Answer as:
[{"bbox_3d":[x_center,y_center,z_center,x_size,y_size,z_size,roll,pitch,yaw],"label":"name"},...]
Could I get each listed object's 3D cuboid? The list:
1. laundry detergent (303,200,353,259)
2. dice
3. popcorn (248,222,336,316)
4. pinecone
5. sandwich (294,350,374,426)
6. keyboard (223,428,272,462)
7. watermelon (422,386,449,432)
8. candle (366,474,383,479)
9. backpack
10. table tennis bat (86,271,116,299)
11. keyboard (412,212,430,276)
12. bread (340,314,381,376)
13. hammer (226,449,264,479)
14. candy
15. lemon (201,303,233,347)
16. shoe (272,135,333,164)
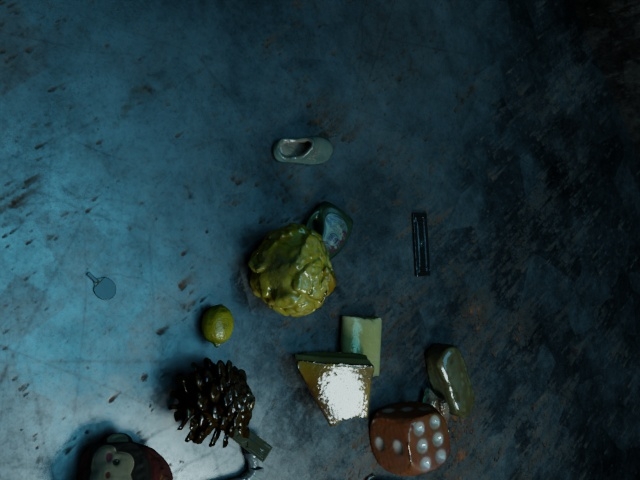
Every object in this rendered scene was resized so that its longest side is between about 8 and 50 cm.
[{"bbox_3d":[0.000,0.000,1.883,0.137,0.063,0.211,39,70,-21],"label":"laundry detergent"},{"bbox_3d":[0.263,0.585,1.946,0.173,0.179,0.175,-7,93,-33],"label":"dice"},{"bbox_3d":[-0.078,0.083,1.741,0.190,0.250,0.250,45,59,-60],"label":"popcorn"},{"bbox_3d":[-0.265,0.394,1.609,0.201,0.202,0.229,-23,121,-9],"label":"pinecone"},{"bbox_3d":[0.025,0.410,1.829,0.219,0.108,0.186,7,97,-11],"label":"sandwich"},{"bbox_3d":[-0.188,0.520,1.717,0.129,0.015,0.049,36,47,1],"label":"keyboard"},{"bbox_3d":[0.359,0.559,2.068,0.101,0.080,0.155,-47,132,-39],"label":"watermelon"},{"bbox_3d":[0.205,0.736,1.974,0.162,0.053,0.048,22,70,-28],"label":"candle"},{"bbox_3d":[-0.443,0.562,1.498,0.229,0.139,0.229,19,45,-20],"label":"backpack"},{"bbox_3d":[-0.522,0.106,1.564,0.083,0.007,0.050,48,64,-23],"label":"table tennis bat"},{"bbox_3d":[0.324,0.012,2.121,0.061,0.013,0.205,-2,87,-34],"label":"keyboard"},{"bbox_3d":[0.120,0.311,1.939,0.139,0.060,0.179,6,84,-32],"label":"bread"},{"bbox_3d":[-0.333,0.626,1.636,0.426,0.044,0.152,-1,88,-32],"label":"hammer"},{"bbox_3d":[0.412,0.445,2.098,0.102,0.104,0.234,-27,101,-26],"label":"candy"},{"bbox_3d":[-0.263,0.219,1.682,0.082,0.082,0.111,13,73,-32],"label":"lemon"},{"bbox_3d":[-0.038,-0.258,1.865,0.195,0.078,0.079,-5,89,-30],"label":"shoe"}]
